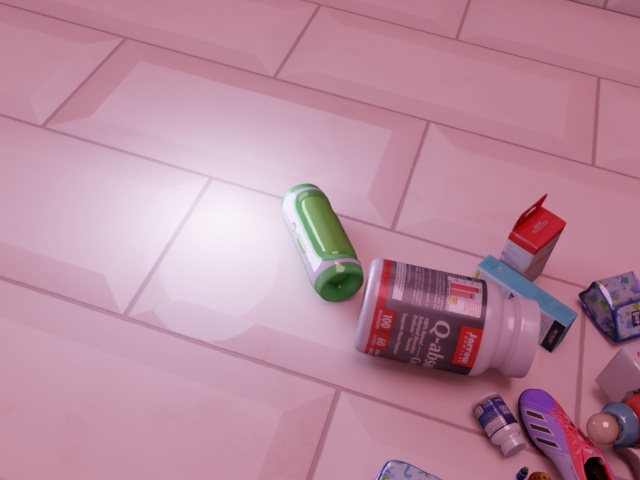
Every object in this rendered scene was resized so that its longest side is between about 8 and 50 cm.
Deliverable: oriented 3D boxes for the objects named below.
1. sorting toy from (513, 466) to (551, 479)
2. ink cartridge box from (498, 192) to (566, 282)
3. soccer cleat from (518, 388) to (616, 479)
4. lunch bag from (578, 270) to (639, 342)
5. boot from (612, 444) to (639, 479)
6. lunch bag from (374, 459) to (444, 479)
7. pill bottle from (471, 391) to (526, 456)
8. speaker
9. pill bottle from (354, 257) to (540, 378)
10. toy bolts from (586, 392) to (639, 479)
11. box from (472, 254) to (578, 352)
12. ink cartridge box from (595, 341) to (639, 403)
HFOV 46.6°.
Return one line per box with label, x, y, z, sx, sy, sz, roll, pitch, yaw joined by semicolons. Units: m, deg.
sorting toy;0.407;0.472;1.446;0.101;0.042;0.061;-13;50;-20
ink cartridge box;0.497;0.015;1.760;0.078;0.231;0.134;38;53;25
soccer cleat;0.500;0.413;1.465;0.108;0.116;0.318;-9;49;-16
lunch bag;0.712;0.162;1.758;0.128;0.096;0.151;-11;64;-22
boot;0.647;0.465;1.492;0.118;0.042;0.087;16;49;7
lunch bag;0.179;0.514;1.339;0.218;0.090;0.176;22;47;12
pill bottle;0.366;0.375;1.514;0.067;0.067;0.120;-14;51;-20
speaker;0.000;0.000;1.772;0.131;0.131;0.297;-10;49;-18
pill bottle;0.267;0.172;1.591;0.362;0.210;0.210;12;46;3
toy bolts;0.623;0.371;1.395;0.158;0.218;0.228;-2;26;-33
box;0.464;0.144;1.725;0.244;0.101;0.060;37;52;23
ink cartridge box;0.754;0.350;1.541;0.211;0.122;0.289;-5;47;-29
